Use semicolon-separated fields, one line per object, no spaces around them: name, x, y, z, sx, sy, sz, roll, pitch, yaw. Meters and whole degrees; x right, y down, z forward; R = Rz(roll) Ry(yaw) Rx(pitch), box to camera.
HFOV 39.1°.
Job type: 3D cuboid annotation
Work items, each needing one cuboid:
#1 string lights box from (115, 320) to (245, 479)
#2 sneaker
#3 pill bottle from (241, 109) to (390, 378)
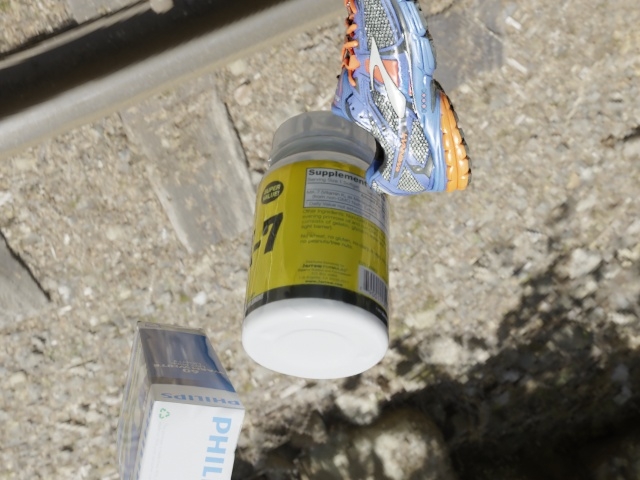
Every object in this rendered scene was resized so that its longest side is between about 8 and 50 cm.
string lights box;-0.135;0.170;0.824;0.077;0.260;0.133;9;96;-16
sneaker;0.043;-0.125;0.663;0.087;0.083;0.221;-20;109;6
pill bottle;0.000;0.000;0.764;0.119;0.208;0.119;2;146;2
